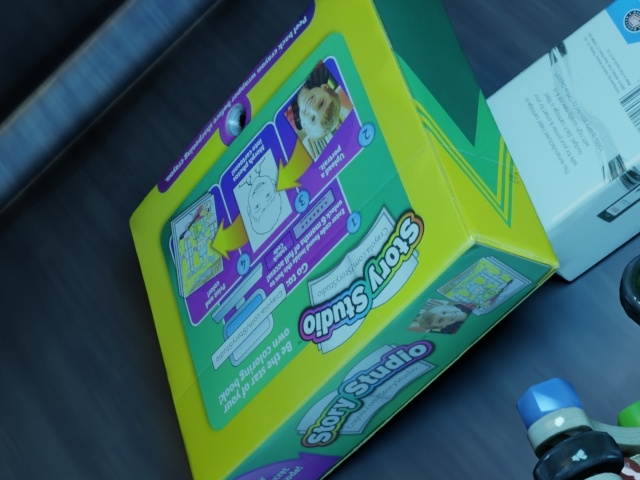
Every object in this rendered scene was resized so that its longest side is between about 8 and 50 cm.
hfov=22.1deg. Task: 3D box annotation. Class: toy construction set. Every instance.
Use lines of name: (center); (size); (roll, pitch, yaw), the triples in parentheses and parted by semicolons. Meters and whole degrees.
toy construction set: (0.283, 0.186, 1.107); (0.257, 0.237, 0.309); (-38, 62, -22)

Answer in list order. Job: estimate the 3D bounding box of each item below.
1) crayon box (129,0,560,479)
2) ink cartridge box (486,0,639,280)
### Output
crayon box: (0.000, 0.000, 1.385); (0.363, 0.106, 0.313); (-46, 48, 33)
ink cartridge box: (0.232, -0.089, 1.317); (0.203, 0.086, 0.148); (-38, 49, 19)
